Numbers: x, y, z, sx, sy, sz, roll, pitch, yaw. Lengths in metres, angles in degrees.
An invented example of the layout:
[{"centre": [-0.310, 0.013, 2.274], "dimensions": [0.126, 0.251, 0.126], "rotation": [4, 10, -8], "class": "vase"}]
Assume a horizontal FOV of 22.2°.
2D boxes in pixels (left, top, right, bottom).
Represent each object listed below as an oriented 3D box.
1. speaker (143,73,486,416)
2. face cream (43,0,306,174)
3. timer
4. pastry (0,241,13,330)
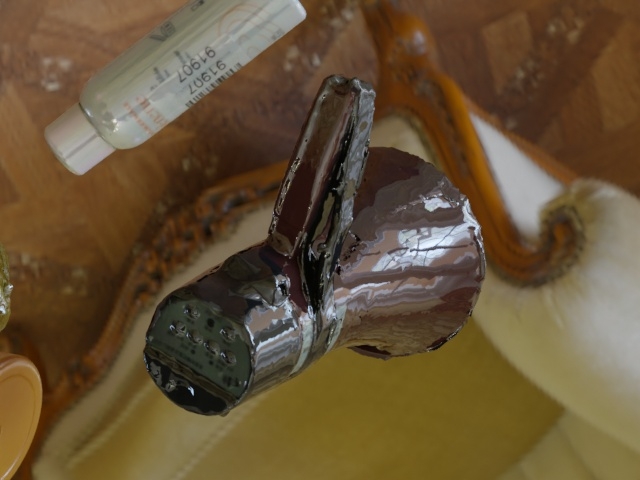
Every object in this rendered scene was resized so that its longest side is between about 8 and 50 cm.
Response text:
[{"centre": [0.018, 0.015, 1.289], "dimensions": [0.259, 0.198, 0.329], "rotation": [-41, 172, 23], "class": "speaker"}, {"centre": [-0.140, -0.159, 1.522], "dimensions": [0.269, 0.082, 0.082], "rotation": [-38, 133, 4], "class": "face cream"}, {"centre": [-0.331, 0.136, 1.364], "dimensions": [0.152, 0.132, 0.132], "rotation": [19, 138, 19], "class": "timer"}, {"centre": [-0.420, 0.050, 1.582], "dimensions": [0.240, 0.235, 0.132], "rotation": [1, 161, -3], "class": "pastry"}]
